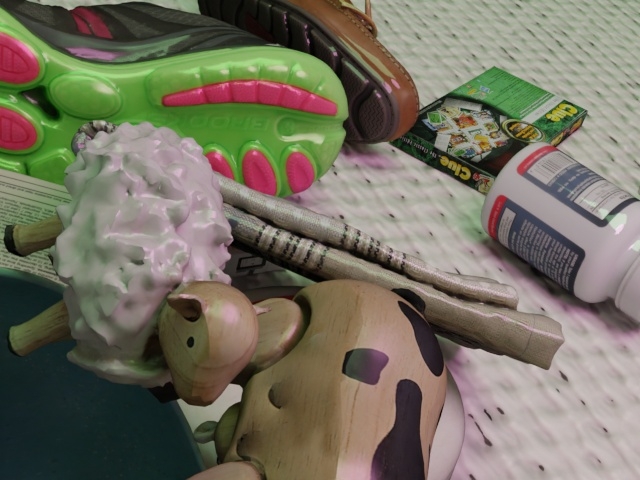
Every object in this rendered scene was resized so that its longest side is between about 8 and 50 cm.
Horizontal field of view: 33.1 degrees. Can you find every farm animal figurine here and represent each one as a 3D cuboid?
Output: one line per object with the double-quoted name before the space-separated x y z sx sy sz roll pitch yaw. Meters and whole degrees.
"farm animal figurine" 0.009 0.147 0.450 0.172 0.330 0.327 -19 51 23

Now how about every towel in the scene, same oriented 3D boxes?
"towel" 0.000 0.000 0.765 0.324 0.056 0.312 24 -4 -1

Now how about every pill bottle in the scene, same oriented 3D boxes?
"pill bottle" 0.251 -0.005 1.010 0.108 0.108 0.180 -21 49 -42

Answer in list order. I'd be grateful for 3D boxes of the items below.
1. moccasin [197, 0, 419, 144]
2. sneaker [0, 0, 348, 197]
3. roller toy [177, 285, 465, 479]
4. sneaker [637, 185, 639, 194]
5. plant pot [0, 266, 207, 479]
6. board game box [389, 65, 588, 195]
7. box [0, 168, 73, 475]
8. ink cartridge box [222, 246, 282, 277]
"moccasin" -0.002 -0.229 1.221 0.146 0.139 0.380 -17 35 -26
"sneaker" -0.221 -0.134 0.986 0.482 0.185 0.202 10 16 -14
"roller toy" -0.014 0.126 0.680 0.209 0.146 0.191 10 34 -7
"sneaker" 0.418 -0.012 1.101 0.153 0.094 0.235 -2 38 -23
"plant pot" -0.199 0.172 0.467 0.195 0.290 0.290 -13 24 25
"board game box" 0.200 -0.133 1.245 0.136 0.030 0.259 29 36 23
"box" -0.211 0.071 0.697 0.148 0.127 0.232 16 34 0
"ink cartridge box" -0.073 0.006 0.934 0.083 0.028 0.048 -8 40 -31
